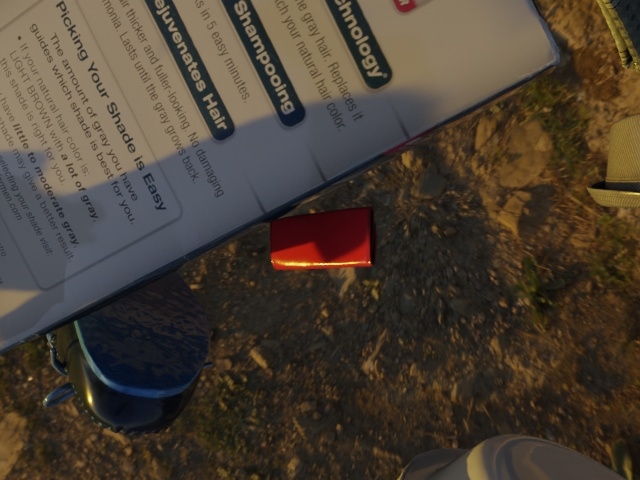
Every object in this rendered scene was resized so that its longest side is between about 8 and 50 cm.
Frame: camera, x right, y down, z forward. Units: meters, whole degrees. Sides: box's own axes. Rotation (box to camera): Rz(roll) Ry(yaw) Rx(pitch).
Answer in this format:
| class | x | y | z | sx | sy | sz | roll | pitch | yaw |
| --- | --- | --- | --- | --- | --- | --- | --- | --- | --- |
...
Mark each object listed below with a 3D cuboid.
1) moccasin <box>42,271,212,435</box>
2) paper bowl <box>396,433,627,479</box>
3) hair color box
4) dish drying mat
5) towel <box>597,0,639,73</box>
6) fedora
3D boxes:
| class | x | y | z | sx | sy | sz | roll | pitch | yaw |
| --- | --- | --- | --- | --- | --- | --- | --- | --- | --- |
| moccasin | -0.180 | 0.083 | 0.635 | 0.138 | 0.342 | 0.116 | 20 | 102 | -22 |
| paper bowl | 0.183 | 0.264 | 0.539 | 0.284 | 0.284 | 0.148 | 26 | 105 | 6 |
| hair color box | -0.068 | -0.086 | 0.386 | 0.347 | 0.105 | 0.174 | -26 | 92 | 20 |
| dish drying mat | 0.000 | 0.000 | 0.393 | 0.083 | 0.008 | 0.032 | -5 | 84 | 47 |
| towel | 0.323 | -0.378 | 0.677 | 0.056 | 0.324 | 0.312 | 25 | 84 | 45 |
| fedora | 0.466 | -0.112 | 0.839 | 0.275 | 0.244 | 0.124 | 2 | 102 | 48 |
